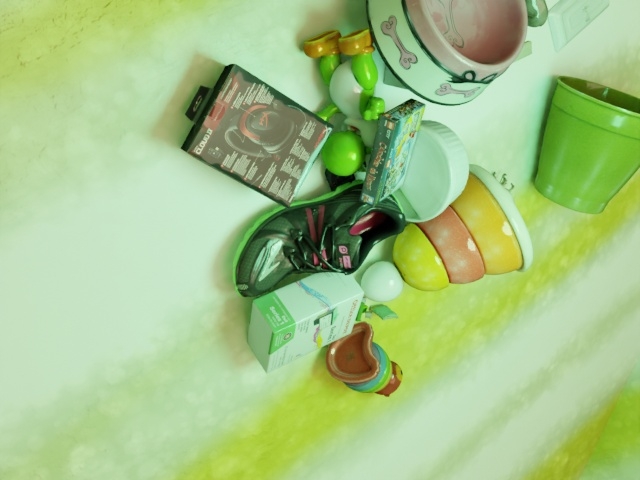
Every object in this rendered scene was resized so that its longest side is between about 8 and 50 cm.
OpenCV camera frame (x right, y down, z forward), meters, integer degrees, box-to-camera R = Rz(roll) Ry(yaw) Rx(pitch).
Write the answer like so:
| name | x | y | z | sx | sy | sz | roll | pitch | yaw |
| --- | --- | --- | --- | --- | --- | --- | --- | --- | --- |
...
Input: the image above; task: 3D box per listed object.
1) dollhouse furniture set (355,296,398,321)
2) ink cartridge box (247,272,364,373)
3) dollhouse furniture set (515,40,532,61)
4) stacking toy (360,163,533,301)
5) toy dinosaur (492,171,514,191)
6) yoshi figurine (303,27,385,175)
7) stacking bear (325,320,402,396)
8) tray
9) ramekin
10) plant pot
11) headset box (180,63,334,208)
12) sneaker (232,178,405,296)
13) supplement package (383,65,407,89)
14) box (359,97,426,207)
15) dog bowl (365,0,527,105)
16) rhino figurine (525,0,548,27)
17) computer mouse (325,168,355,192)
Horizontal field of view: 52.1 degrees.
| name | x | y | z | sx | sy | sz | roll | pitch | yaw |
| --- | --- | --- | --- | --- | --- | --- | --- | --- | --- |
| dollhouse furniture set | 0.158 | 0.196 | 1.926 | 0.151 | 0.076 | 0.059 | -3 | 112 | -34 |
| ink cartridge box | -0.041 | 0.201 | 1.714 | 0.278 | 0.117 | 0.201 | -21 | 146 | -27 |
| dollhouse furniture set | 0.487 | -0.571 | 1.760 | 0.129 | 0.183 | 0.129 | -29 | 124 | -23 |
| stacking toy | 0.328 | 0.030 | 1.890 | 0.479 | 0.351 | 0.351 | -29 | 126 | 0 |
| toy dinosaur | 0.569 | -0.160 | 2.096 | 0.092 | 0.053 | 0.183 | -40 | 122 | 4 |
| yoshi figurine | 0.061 | -0.305 | 1.569 | 0.203 | 0.204 | 0.362 | -15 | 119 | 0 |
| stacking bear | 0.150 | 0.383 | 1.953 | 0.164 | 0.175 | 0.289 | -23 | 144 | 20 |
| tray | 0.813 | -0.718 | 2.033 | 0.270 | 0.030 | 0.145 | -42 | 129 | -14 |
| ramekin | 0.265 | -0.193 | 1.723 | 0.127 | 0.272 | 0.273 | -24 | 123 | -41 |
| plant pot | 0.855 | -0.288 | 2.076 | 0.366 | 0.366 | 0.353 | -3 | 124 | -35 |
| headset box | -0.153 | -0.237 | 1.454 | 0.293 | 0.110 | 0.218 | 28 | 92 | -23 |
| sneaker | 0.000 | 0.000 | 1.626 | 0.482 | 0.202 | 0.185 | -29 | 131 | -13 |
| supplement package | 0.305 | -0.467 | 1.705 | 0.244 | 0.134 | 0.139 | -10 | 114 | -32 |
| box | 0.174 | -0.212 | 1.586 | 0.159 | 0.044 | 0.233 | -36 | 147 | -47 |
| dog bowl | 0.313 | -0.533 | 1.529 | 0.407 | 0.150 | 0.408 | 6 | 79 | -31 |
| rhino figurine | 0.574 | -0.702 | 1.817 | 0.073 | 0.106 | 0.243 | -37 | 127 | -18 |
| computer mouse | 0.069 | -0.122 | 1.755 | 0.071 | 0.041 | 0.242 | -34 | 133 | -9 |
